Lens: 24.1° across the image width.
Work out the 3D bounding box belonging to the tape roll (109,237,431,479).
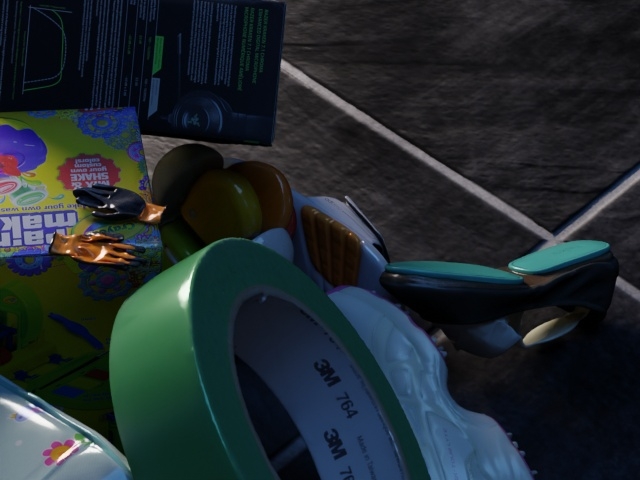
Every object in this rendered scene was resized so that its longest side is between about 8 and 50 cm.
[{"bbox_3d":[-0.024,0.155,1.112,0.077,0.321,0.321,-31,41,20],"label":"tape roll"}]

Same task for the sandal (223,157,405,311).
[{"bbox_3d":[0.002,-0.009,1.487,0.076,0.102,0.265,-23,52,-42],"label":"sandal"}]

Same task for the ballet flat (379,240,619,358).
[{"bbox_3d":[0.178,0.060,1.423,0.280,0.096,0.095,-5,10,-32],"label":"ballet flat"}]

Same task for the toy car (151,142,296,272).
[{"bbox_3d":[-0.091,-0.003,1.425,0.159,0.182,0.136,50,39,15],"label":"toy car"}]

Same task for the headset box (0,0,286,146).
[{"bbox_3d":[-0.183,-0.163,1.381,0.283,0.131,0.246,4,3,-18],"label":"headset box"}]

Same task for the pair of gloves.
[{"bbox_3d":[-0.159,-0.011,1.128,0.074,0.010,0.083,13,45,4],"label":"pair of gloves"}]

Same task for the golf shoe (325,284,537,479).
[{"bbox_3d":[0.060,0.159,1.318,0.140,0.115,0.306,-22,50,-24],"label":"golf shoe"}]

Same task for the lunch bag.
[{"bbox_3d":[-0.204,0.216,1.109,0.279,0.224,0.108,22,56,39],"label":"lunch bag"}]

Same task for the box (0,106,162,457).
[{"bbox_3d":[-0.289,0.054,1.250,0.290,0.279,0.177,-3,45,-13],"label":"box"}]
